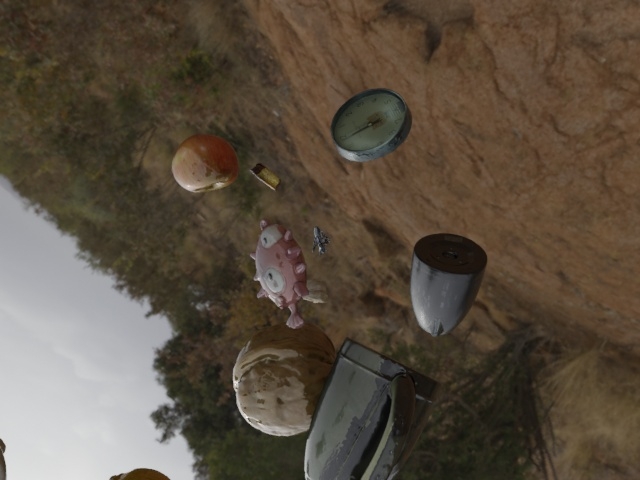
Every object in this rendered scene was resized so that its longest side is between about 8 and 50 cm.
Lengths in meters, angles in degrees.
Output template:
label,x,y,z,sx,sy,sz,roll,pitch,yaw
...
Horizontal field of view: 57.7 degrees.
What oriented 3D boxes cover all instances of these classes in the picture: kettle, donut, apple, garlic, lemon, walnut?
label,x,y,z,sx,sy,sz,roll,pitch,yaw
kettle,0.370,0.135,1.738,0.207,0.268,0.290,10,124,12
donut,-0.218,-0.259,2.344,0.140,0.059,0.140,39,-179,-1
apple,-0.362,-0.241,1.816,0.209,0.209,0.164,134,118,-78
garlic,-0.020,0.160,1.839,0.094,0.074,0.113,30,179,-32
kettle,0.094,0.395,1.167,0.228,0.324,0.321,27,173,-9
lemon,-0.476,0.724,1.573,0.257,0.188,0.188,37,168,17
walnut,-0.081,0.338,1.433,0.285,0.285,0.296,47,-158,-33

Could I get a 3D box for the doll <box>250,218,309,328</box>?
label,x,y,z,sx,sy,sz,roll,pitch,yaw
doll,-0.087,0.070,1.296,0.211,0.093,0.262,-29,72,56

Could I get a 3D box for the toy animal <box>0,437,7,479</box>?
label,x,y,z,sx,sy,sz,roll,pitch,yaw
toy animal,-0.768,0.479,1.229,0.196,0.241,0.368,7,160,-28

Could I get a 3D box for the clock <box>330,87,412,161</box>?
label,x,y,z,sx,sy,sz,roll,pitch,yaw
clock,0.134,-0.315,1.568,0.226,0.226,0.049,30,166,36

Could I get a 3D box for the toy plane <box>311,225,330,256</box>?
label,x,y,z,sx,sy,sz,roll,pitch,yaw
toy plane,0.000,0.000,1.572,0.031,0.078,0.083,9,120,37
